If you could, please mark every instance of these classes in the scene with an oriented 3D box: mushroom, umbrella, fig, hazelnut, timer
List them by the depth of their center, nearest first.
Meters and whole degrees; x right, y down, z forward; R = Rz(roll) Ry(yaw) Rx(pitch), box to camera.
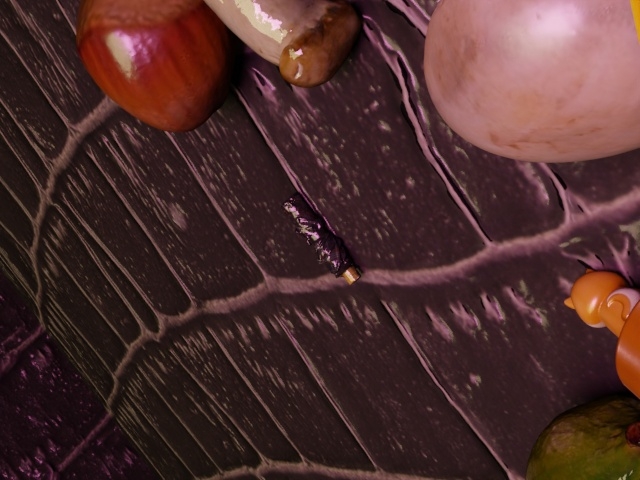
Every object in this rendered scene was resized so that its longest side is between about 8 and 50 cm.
[{"bbox_3d":[0.175,-0.148,0.445,0.206,0.209,0.206,5,141,5],"label":"mushroom"},{"bbox_3d":[0.285,0.070,0.558,0.152,0.132,0.132,38,148,56],"label":"timer"},{"bbox_3d":[0.296,0.227,0.570,0.203,0.203,0.235,33,156,23],"label":"fig"},{"bbox_3d":[-0.092,-0.292,0.638,0.333,0.107,0.087,49,152,3],"label":"mushroom"},{"bbox_3d":[-0.178,-0.237,0.732,0.210,0.210,0.186,40,118,15],"label":"hazelnut"},{"bbox_3d":[0.000,0.000,0.840,0.144,0.037,0.040,51,130,6],"label":"umbrella"}]

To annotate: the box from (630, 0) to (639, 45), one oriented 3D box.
[{"bbox_3d":[0.279,-0.142,0.306,0.247,0.033,0.129,-22,108,8],"label":"box"}]
